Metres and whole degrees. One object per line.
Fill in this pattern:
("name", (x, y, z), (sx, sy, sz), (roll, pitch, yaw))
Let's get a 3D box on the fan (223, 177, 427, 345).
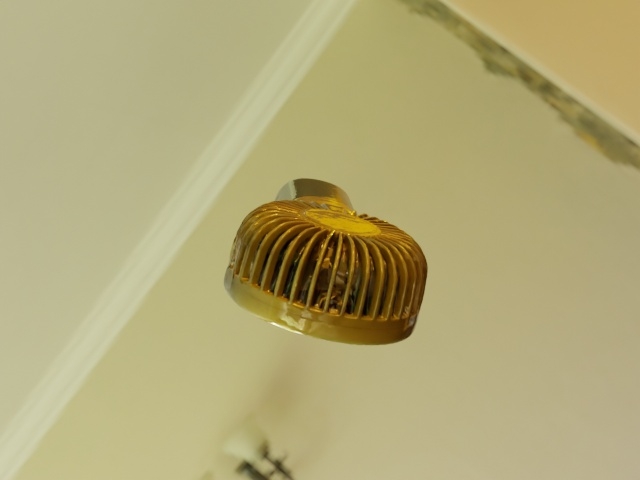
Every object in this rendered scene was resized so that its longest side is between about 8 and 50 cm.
("fan", (0.000, 0.000, 0.582), (0.155, 0.082, 0.039), (-109, 31, -73))
